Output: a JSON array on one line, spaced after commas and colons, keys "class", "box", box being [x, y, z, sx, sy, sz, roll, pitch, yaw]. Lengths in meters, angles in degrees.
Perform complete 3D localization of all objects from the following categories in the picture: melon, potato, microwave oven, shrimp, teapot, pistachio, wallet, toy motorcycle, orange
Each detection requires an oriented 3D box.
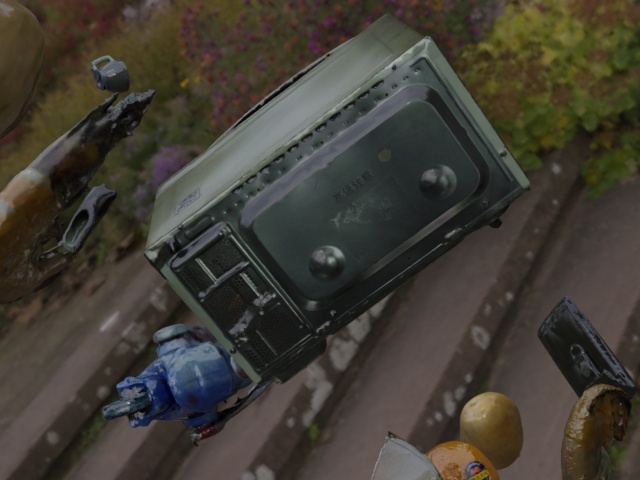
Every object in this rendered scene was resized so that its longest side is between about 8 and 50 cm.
[{"class": "melon", "box": [0.141, 0.380, 1.576, 0.093, 0.140, 0.202, -57, -22, -17]}, {"class": "potato", "box": [0.428, 0.473, 2.481, 0.146, 0.233, 0.150, 16, 49, 30]}, {"class": "microwave oven", "box": [0.015, -0.057, 1.250, 0.394, 0.247, 0.333, -36, 19, 7]}, {"class": "shrimp", "box": [-0.405, -0.075, 1.659, 0.445, 0.085, 0.272, -56, -18, -18]}, {"class": "teapot", "box": [-0.414, -0.326, 1.960, 0.057, 0.088, 0.066, -18, -26, -32]}, {"class": "pistachio", "box": [-0.426, -0.207, 1.202, 0.162, 0.181, 0.293, -13, 29, 15]}, {"class": "shrimp", "box": [0.400, 0.335, 1.449, 0.117, 0.262, 0.066, -4, 19, -19]}, {"class": "wallet", "box": [0.547, 0.247, 2.081, 0.052, 0.245, 0.168, -21, -28, -24]}, {"class": "toy motorcycle", "box": [-0.185, 0.194, 1.567, 0.241, 0.182, 0.319, -50, -11, 15]}, {"class": "orange", "box": [0.276, 0.488, 1.996, 0.155, 0.177, 0.178, -21, 0, -31]}]
